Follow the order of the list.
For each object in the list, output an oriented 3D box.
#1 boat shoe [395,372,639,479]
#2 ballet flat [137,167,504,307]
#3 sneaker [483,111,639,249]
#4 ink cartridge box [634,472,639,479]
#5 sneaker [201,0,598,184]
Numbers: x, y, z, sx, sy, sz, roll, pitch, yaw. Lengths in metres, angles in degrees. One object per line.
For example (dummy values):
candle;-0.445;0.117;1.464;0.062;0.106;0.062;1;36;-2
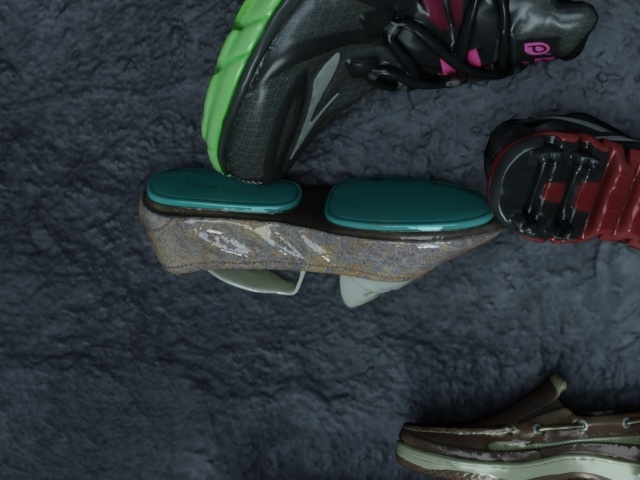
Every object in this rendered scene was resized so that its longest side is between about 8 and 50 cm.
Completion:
boat shoe;0.194;0.160;1.074;0.257;0.095;0.095;4;88;3
ballet flat;0.000;0.000;1.080;0.316;0.107;0.106;6;121;14
sneaker;0.251;-0.041;1.017;0.276;0.135;0.098;12;110;-16
ink cartridge box;0.372;0.122;1.018;0.181;0.056;0.225;22;111;-19
sneaker;0.100;-0.193;0.974;0.483;0.185;0.202;-40;87;15
